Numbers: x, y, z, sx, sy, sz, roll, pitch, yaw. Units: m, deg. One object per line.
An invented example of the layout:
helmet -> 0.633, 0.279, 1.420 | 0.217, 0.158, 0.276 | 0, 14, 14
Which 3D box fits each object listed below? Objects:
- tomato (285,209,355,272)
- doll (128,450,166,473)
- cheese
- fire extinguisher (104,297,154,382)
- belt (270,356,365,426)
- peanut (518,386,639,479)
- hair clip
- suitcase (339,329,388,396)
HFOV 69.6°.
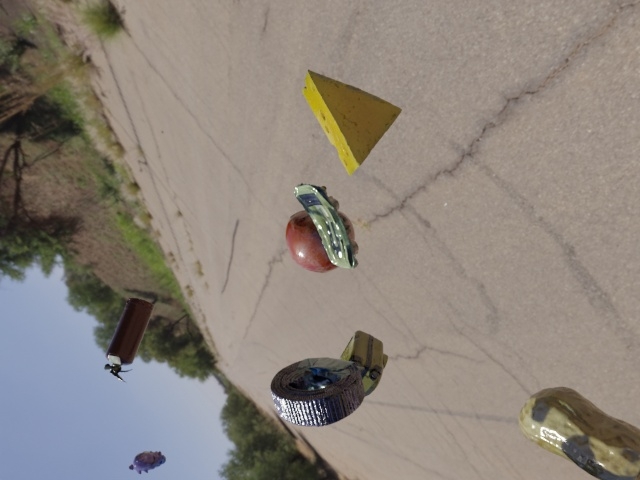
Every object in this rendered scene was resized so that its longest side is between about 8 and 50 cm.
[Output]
tomato -> 0.000, 0.000, 1.732 | 0.265, 0.265, 0.265 | 43, 160, 21
doll -> -0.589, 0.761, 1.579 | 0.206, 0.109, 0.067 | 91, 155, -60
cheese -> 0.034, -0.224, 0.818 | 0.171, 0.126, 0.093 | 40, 173, -3
fire extinguisher -> -0.652, 0.336, 1.563 | 0.104, 0.269, 0.105 | 10, 152, 5
belt -> -0.013, 0.470, 1.454 | 0.324, 0.260, 0.122 | -6, 104, 48
peanut -> 0.548, 0.403, 0.984 | 0.159, 0.143, 0.291 | 51, 165, -19
hair clip -> 0.037, -0.057, 1.491 | 0.138, 0.091, 0.322 | 4, 126, 53
suitcase -> 0.145, 0.462, 1.664 | 0.143, 0.194, 0.235 | 27, -155, -2
